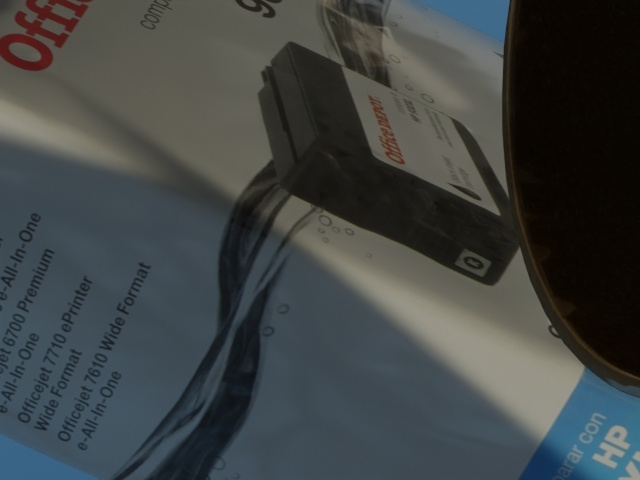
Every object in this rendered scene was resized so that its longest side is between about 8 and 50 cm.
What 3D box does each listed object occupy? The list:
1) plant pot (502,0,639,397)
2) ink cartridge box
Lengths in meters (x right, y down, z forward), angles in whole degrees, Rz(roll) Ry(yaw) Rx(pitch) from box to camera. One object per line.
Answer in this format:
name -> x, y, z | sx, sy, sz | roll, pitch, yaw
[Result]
plant pot -> 0.213, -0.056, 0.527 | 0.254, 0.237, 0.237 | 11, -142, -22
ink cartridge box -> 0.000, 0.000, 0.740 | 0.307, 0.129, 0.223 | 25, -149, -4
